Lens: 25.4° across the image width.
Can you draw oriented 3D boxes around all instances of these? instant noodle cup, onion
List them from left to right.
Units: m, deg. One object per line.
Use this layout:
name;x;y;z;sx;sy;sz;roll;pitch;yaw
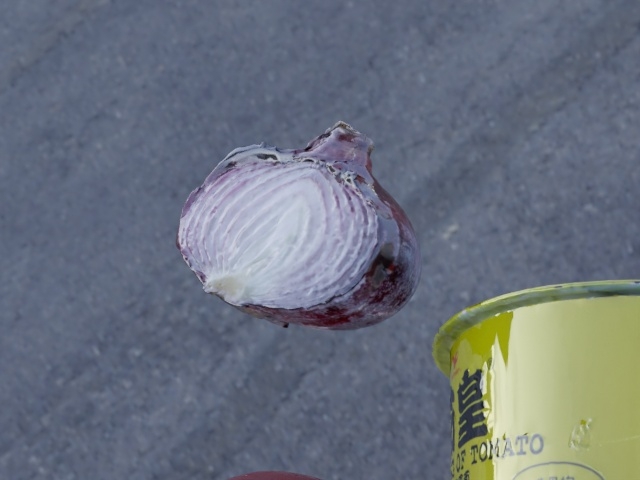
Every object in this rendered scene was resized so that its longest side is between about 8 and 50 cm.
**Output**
onion;0.000;0.000;1.000;0.206;0.098;0.151;28;83;47
instant noodle cup;0.219;0.195;0.885;0.325;0.325;0.254;-5;65;28

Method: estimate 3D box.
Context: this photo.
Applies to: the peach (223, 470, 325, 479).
peach;-0.031;0.274;1.036;0.190;0.226;0.196;-57;46;20
